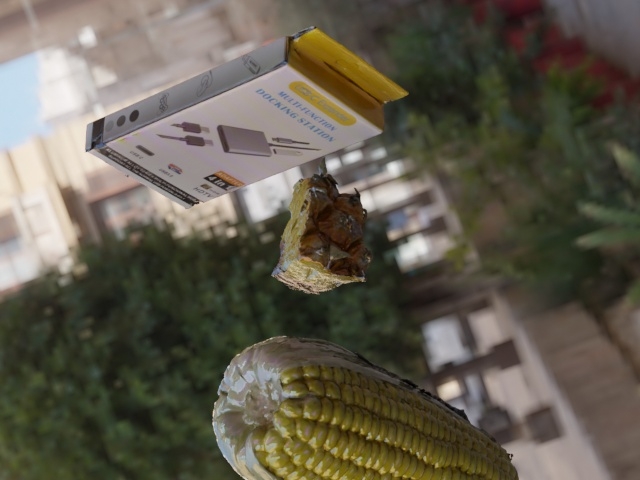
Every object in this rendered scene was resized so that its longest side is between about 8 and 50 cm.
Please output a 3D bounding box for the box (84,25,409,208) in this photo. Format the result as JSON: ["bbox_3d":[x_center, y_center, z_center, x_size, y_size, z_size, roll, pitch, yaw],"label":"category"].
[{"bbox_3d":[-0.063,-0.095,1.538,0.129,0.247,0.033,31,-129,-42],"label":"box"}]

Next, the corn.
[{"bbox_3d":[0.041,0.164,1.480,0.305,0.122,0.123,31,-150,-44],"label":"corn"}]

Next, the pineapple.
[{"bbox_3d":[0.000,0.000,1.686,0.137,0.069,0.116,-93,27,-54],"label":"pineapple"}]
